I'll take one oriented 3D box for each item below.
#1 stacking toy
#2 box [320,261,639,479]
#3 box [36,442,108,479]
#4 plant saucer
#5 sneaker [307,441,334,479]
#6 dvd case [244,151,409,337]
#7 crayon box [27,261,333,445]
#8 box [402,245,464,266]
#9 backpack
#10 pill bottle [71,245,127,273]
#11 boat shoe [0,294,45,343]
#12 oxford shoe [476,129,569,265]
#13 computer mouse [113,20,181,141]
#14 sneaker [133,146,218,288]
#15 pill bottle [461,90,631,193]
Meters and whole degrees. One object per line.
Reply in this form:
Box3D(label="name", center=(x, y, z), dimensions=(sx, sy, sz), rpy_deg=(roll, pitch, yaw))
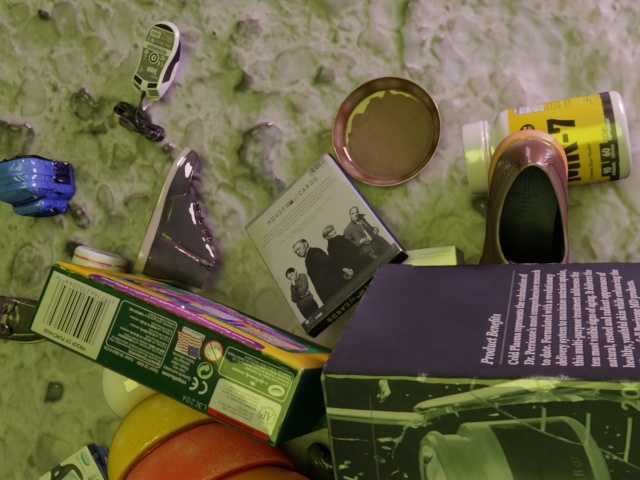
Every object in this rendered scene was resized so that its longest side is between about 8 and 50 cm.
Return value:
Box3D(label="stacking toy", center=(-0.183, 0.327, 1.100), dimensions=(0.350, 0.350, 0.480), rpy_deg=(-42, 57, 9))
Box3D(label="box", center=(0.285, 0.287, 0.837), dimensions=(0.471, 0.297, 0.480), rpy_deg=(-1, 109, 19))
Box3D(label="box", center=(-0.398, 0.396, 1.263), dimensions=(0.136, 0.028, 0.081), rpy_deg=(-37, 75, 13))
Box3D(label="plant saucer", center=(0.100, -0.163, 1.162), dimensions=(0.168, 0.029, 0.169), rpy_deg=(-2, 84, 17))
Box3D(label="sneaker", center=(0.065, 0.341, 1.112), dimensions=(0.089, 0.051, 0.170), rpy_deg=(-43, 79, 9))
Box3D(label="dvd case", center=(0.000, 0.000, 1.128), dimensions=(0.179, 0.029, 0.239), rpy_deg=(-42, 48, 9))
Box3D(label="crayon box", center=(-0.150, 0.150, 1.059), dimensions=(0.362, 0.313, 0.106), rpy_deg=(20, 87, 19))
Box3D(label="box", center=(0.154, 0.065, 1.091), dimensions=(0.101, 0.087, 0.102), rpy_deg=(-7, 82, 17))
Box3D(label="backpack", center=(-0.481, -0.092, 1.290), dimensions=(0.097, 0.120, 0.101), rpy_deg=(-15, 80, 15))
Box3D(label="pill bottle", center=(-0.377, 0.095, 1.256), dimensions=(0.087, 0.087, 0.160), rpy_deg=(16, 89, 18))
Box3D(label="boat shoe", center=(-0.552, 0.133, 1.314), dimensions=(0.223, 0.073, 0.080), rpy_deg=(6, 86, 18))
Box3D(label="oxford shoe", center=(0.257, 0.050, 0.989), dimensions=(0.129, 0.133, 0.364), rpy_deg=(-2, 110, 14))
Box3D(label="computer mouse", center=(-0.276, -0.269, 1.287), dimensions=(0.106, 0.042, 0.193), rpy_deg=(26, 98, 23))
Box3D(label="sneaker", center=(-0.209, -0.034, 1.232), dimensions=(0.118, 0.083, 0.222), rpy_deg=(20, 73, -12))
Box3D(label="pill bottle", center=(0.304, -0.127, 1.047), dimensions=(0.208, 0.119, 0.119), rpy_deg=(-9, 82, 17))
